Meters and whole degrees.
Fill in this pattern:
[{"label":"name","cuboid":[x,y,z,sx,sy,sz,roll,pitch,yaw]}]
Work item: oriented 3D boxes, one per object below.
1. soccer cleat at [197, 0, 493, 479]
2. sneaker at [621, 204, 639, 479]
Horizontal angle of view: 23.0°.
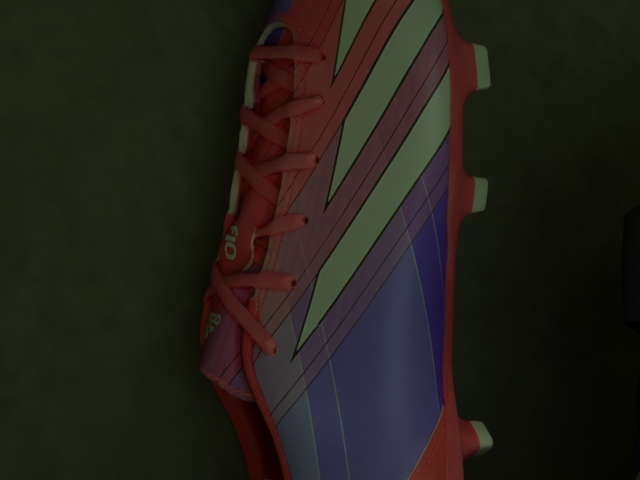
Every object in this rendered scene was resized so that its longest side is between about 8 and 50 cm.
[{"label":"soccer cleat","cuboid":[0.000,0.000,0.501,0.095,0.083,0.248,-4,92,-18]},{"label":"sneaker","cuboid":[0.131,0.053,0.436,0.130,0.323,0.236,-4,112,20]}]
